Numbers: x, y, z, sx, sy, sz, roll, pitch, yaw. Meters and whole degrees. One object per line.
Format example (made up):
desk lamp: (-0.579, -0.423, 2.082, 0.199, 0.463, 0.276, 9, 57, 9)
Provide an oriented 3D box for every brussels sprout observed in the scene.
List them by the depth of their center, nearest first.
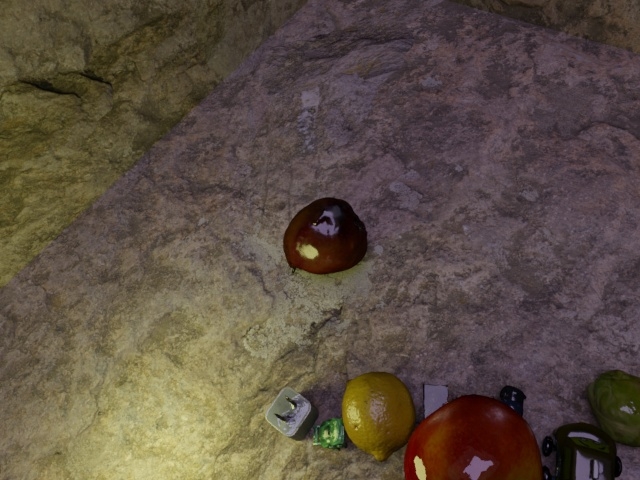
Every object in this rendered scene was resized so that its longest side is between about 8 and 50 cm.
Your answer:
brussels sprout: (0.896, 0.481, 1.287, 0.222, 0.161, 0.223, -1, 48, 1)

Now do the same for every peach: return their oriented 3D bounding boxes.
peach: (0.398, 0.587, 1.182, 0.369, 0.370, 0.371, -6, 60, 10)

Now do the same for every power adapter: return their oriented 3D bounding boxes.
power adapter: (-0.098, 0.558, 1.450, 0.125, 0.205, 0.130, 30, 69, 26)

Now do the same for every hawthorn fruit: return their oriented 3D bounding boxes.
hawthorn fruit: (0.015, -0.015, 1.703, 0.324, 0.308, 0.309, -4, 60, 19)

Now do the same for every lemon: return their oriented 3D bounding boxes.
lemon: (0.182, 0.539, 1.384, 0.228, 0.228, 0.254, -17, 69, 3)

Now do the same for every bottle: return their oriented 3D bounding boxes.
bottle: (0.571, 0.572, 1.363, 0.082, 0.072, 0.245, 25, 66, -5)

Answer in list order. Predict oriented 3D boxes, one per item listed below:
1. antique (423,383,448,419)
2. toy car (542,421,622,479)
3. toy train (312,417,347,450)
antique: (0.366, 0.573, 1.408, 0.080, 0.081, 0.221, -2, 62, 14)
toy car: (0.729, 0.626, 1.223, 0.204, 0.198, 0.248, 10, 62, 20)
toy train: (0.031, 0.623, 1.439, 0.081, 0.149, 0.099, 8, 60, -14)
